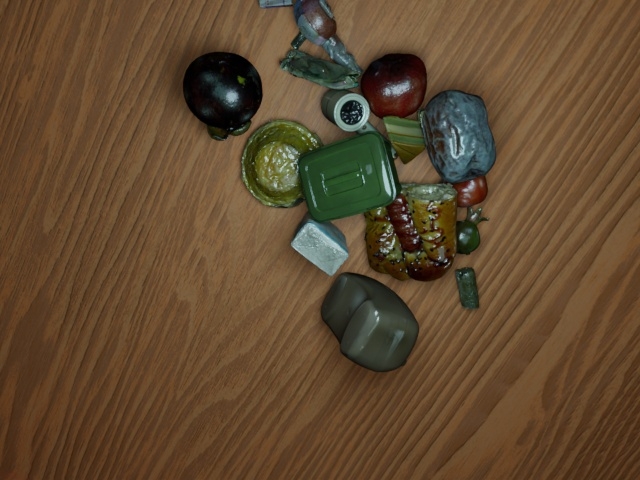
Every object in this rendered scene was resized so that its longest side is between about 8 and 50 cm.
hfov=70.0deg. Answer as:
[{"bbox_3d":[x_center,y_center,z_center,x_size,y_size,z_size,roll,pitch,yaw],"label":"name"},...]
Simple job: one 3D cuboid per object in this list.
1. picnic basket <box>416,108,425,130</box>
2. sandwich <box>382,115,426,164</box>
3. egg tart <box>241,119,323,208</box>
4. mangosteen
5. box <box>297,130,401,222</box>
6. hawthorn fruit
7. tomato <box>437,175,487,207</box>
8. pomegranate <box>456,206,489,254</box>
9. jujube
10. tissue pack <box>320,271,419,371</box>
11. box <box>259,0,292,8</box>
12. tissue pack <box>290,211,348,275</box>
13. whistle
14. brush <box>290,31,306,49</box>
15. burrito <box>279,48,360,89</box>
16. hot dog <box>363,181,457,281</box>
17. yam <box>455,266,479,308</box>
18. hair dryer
[{"bbox_3d":[0.437,-0.433,1.677,0.164,0.079,0.115,-8,103,3],"label":"picnic basket"},{"bbox_3d":[0.262,-0.350,1.614,0.187,0.144,0.117,-3,70,-34],"label":"sandwich"},{"bbox_3d":[-0.145,-0.278,1.702,0.342,0.132,0.341,0,106,2],"label":"egg tart"},{"bbox_3d":[-0.335,-0.505,1.586,0.288,0.288,0.287,0,104,1],"label":"mangosteen"},{"bbox_3d":[0.112,-0.214,1.578,0.329,0.178,0.252,-13,91,30],"label":"box"},{"bbox_3d":[0.261,-0.509,1.605,0.230,0.210,0.265,-12,121,-3],"label":"hawthorn fruit"},{"bbox_3d":[0.531,-0.193,1.694,0.187,0.187,0.151,-37,126,10],"label":"tomato"},{"bbox_3d":[0.559,-0.037,1.750,0.131,0.152,0.191,32,83,-10],"label":"pomegranate"},{"bbox_3d":[0.456,-0.355,1.530,0.216,0.246,0.307,-16,83,18],"label":"jujube"},{"bbox_3d":[0.193,0.301,1.714,0.277,0.387,0.267,20,103,-25],"label":"tissue pack"},{"bbox_3d":[-0.157,-0.847,1.606,0.117,0.036,0.050,-2,104,3],"label":"box"},{"bbox_3d":[0.002,0.002,1.697,0.201,0.271,0.124,42,101,-9],"label":"tissue pack"},{"bbox_3d":[0.026,-0.708,1.581,0.134,0.142,0.346,-38,115,15],"label":"whistle"},{"bbox_3d":[-0.036,-0.766,1.629,0.034,0.027,0.190,40,101,-10],"label":"brush"},{"bbox_3d":[-0.005,-0.589,1.597,0.309,0.066,0.096,25,82,22],"label":"burrito"},{"bbox_3d":[0.325,-0.019,1.702,0.368,0.196,0.365,6,116,32],"label":"hot dog"},{"bbox_3d":[0.591,0.195,1.837,0.078,0.078,0.179,-12,107,4],"label":"yam"},{"bbox_3d":[0.167,-0.397,1.655,0.362,0.203,0.128,38,99,-25],"label":"hair dryer"}]
